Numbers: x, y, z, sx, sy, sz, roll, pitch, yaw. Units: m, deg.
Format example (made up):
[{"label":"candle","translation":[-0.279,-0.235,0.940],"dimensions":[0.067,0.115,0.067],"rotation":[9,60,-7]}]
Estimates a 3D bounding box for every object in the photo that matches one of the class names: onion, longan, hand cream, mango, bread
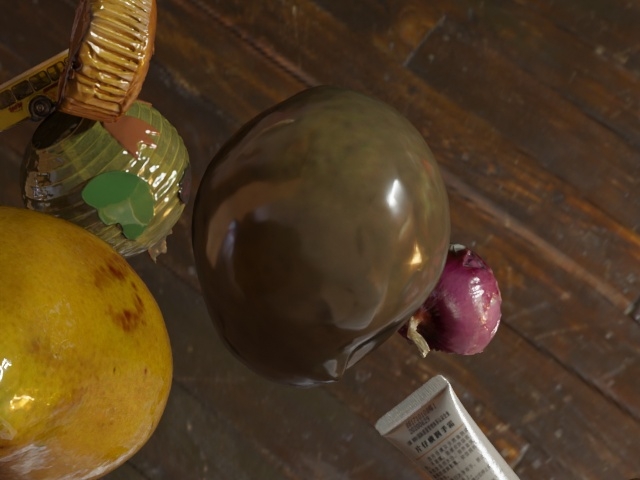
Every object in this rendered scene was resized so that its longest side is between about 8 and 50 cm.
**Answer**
[{"label":"onion","translation":[0.214,0.090,2.053],"dimensions":[0.200,0.207,0.201],"rotation":[-5,108,-15]},{"label":"longan","translation":[0.000,0.000,1.260],"dimensions":[0.288,0.350,0.288],"rotation":[13,44,-13]},{"label":"hand cream","translation":[0.229,0.363,1.848],"dimensions":[0.139,0.089,0.314],"rotation":[-38,99,15]},{"label":"mango","translation":[-0.261,0.092,1.008],"dimensions":[0.221,0.378,0.264],"rotation":[-36,85,1]},{"label":"bread","translation":[-0.274,-0.249,1.539],"dimensions":[0.104,0.199,0.199],"rotation":[15,64,-18]}]

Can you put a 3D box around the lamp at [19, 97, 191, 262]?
[{"label":"lamp","translation":[-0.295,-0.071,1.707],"dimensions":[0.250,0.284,0.250],"rotation":[-22,38,18]}]

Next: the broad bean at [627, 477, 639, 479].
[{"label":"broad bean","translation":[0.160,0.158,0.614],"dimensions":[0.070,0.214,0.048],"rotation":[-5,60,-24]}]

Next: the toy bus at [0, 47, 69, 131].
[{"label":"toy bus","translation":[-0.378,-0.226,1.690],"dimensions":[0.226,0.081,0.074],"rotation":[-33,102,-18]}]
